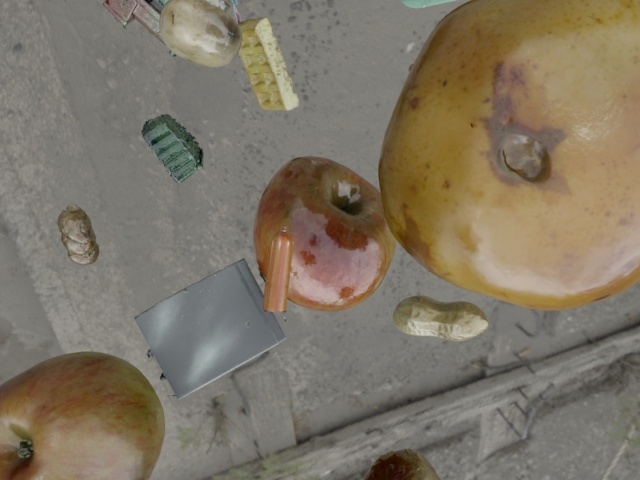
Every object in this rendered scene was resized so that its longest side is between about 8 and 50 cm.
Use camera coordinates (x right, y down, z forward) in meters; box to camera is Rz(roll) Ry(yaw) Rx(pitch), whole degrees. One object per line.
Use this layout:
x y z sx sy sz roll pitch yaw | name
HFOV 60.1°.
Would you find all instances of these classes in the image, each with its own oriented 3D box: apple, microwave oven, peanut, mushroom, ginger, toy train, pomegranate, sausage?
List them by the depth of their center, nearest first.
-0.172 0.135 0.373 0.126 0.126 0.102 -39 150 1 | apple
-0.052 0.034 0.686 0.031 0.031 0.107 6 89 -30 | sausage
0.274 -0.115 0.714 0.416 0.416 0.417 -13 126 -19 | pomegranate
-0.237 -0.420 1.099 0.166 0.166 0.127 23 77 -36 | mushroom
0.000 0.000 1.100 0.301 0.301 0.301 -13 126 -19 | apple
-0.609 -0.004 1.396 0.080 0.104 0.204 -28 162 -27 | ginger
0.307 0.198 1.454 0.125 0.274 0.111 52 51 -37 | peanut
-0.426 -0.633 1.498 0.304 0.150 0.221 41 139 -17 | toy train
-0.304 0.238 1.559 0.374 0.432 0.236 -29 89 -10 | microwave oven

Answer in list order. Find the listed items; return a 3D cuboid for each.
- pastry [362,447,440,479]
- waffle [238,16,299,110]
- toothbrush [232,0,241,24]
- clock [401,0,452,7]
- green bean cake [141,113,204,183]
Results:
0.151 0.493 1.063 0.093 0.192 0.182 42 104 -14 | pastry
-0.166 -0.511 1.636 0.057 0.168 0.274 -36 121 -24 | waffle
-0.245 -0.655 1.637 0.017 0.022 0.204 -45 174 -11 | toothbrush
0.211 -0.563 1.058 0.159 0.066 0.211 -16 93 -4 | clock
-0.461 -0.309 1.743 0.107 0.193 0.208 -30 122 10 | green bean cake
